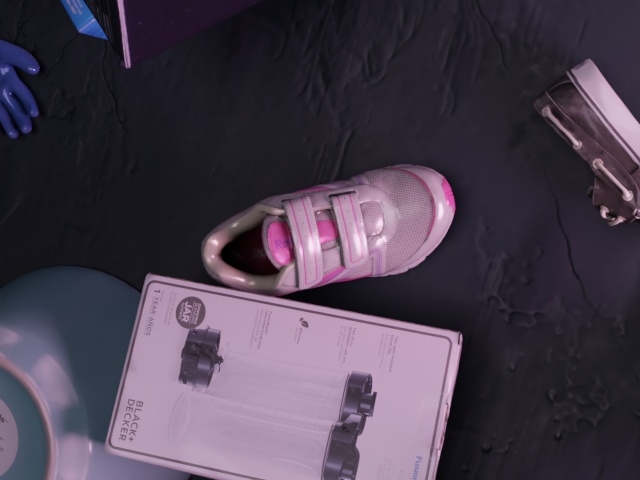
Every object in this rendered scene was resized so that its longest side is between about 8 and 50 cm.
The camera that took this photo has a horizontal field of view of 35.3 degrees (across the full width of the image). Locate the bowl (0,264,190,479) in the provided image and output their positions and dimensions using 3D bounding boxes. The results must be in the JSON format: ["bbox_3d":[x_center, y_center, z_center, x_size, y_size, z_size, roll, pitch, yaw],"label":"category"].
[{"bbox_3d":[-0.294,0.187,1.009,0.311,0.163,0.312,1,94,19],"label":"bowl"}]

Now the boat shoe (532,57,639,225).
[{"bbox_3d":[0.262,-0.048,0.846,0.070,0.077,0.219,-37,72,17],"label":"boat shoe"}]

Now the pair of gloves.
[{"bbox_3d":[-0.391,-0.158,1.103,0.198,0.023,0.159,-33,83,19],"label":"pair of gloves"}]

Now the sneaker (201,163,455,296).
[{"bbox_3d":[0.000,0.000,0.919,0.252,0.111,0.103,-20,86,19],"label":"sneaker"}]

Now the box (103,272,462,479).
[{"bbox_3d":[-0.029,0.141,0.902,0.289,0.087,0.169,9,78,9],"label":"box"}]

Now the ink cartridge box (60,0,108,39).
[{"bbox_3d":[-0.177,-0.315,0.983,0.203,0.086,0.148,-32,81,18],"label":"ink cartridge box"}]

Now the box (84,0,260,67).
[{"bbox_3d":[-0.096,-0.374,0.824,0.343,0.179,0.313,-32,80,-15],"label":"box"}]
